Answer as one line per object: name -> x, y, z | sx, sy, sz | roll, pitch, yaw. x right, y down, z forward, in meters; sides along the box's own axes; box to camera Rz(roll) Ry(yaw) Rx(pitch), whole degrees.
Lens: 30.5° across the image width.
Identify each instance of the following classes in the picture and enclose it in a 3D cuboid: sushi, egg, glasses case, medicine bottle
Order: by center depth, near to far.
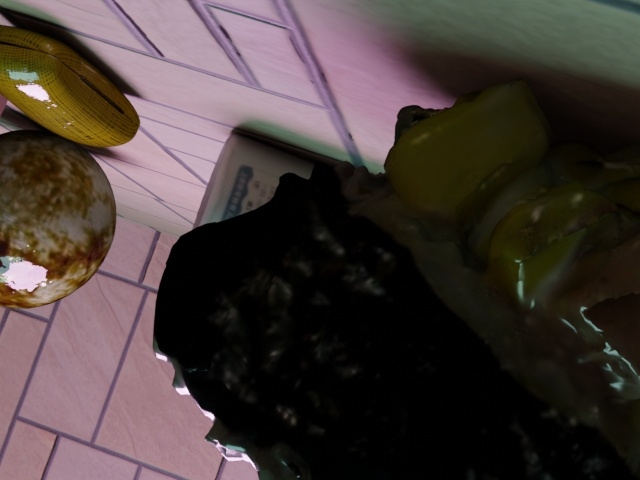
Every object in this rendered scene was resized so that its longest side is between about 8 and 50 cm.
sushi -> 0.099, 0.050, 0.707 | 0.329, 0.285, 0.328 | 42, -176, 36
glasses case -> -0.222, -0.128, 1.005 | 0.079, 0.064, 0.234 | 11, 172, 10
medicine bottle -> 0.000, 0.000, 1.120 | 0.237, 0.139, 0.139 | 21, 174, -10
egg -> -0.413, -0.021, 1.642 | 0.238, 0.238, 0.289 | 21, 135, -18

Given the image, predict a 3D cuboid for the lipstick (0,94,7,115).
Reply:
lipstick -> -0.432, -0.186, 1.015 | 0.327, 0.087, 0.087 | 20, 175, -6
